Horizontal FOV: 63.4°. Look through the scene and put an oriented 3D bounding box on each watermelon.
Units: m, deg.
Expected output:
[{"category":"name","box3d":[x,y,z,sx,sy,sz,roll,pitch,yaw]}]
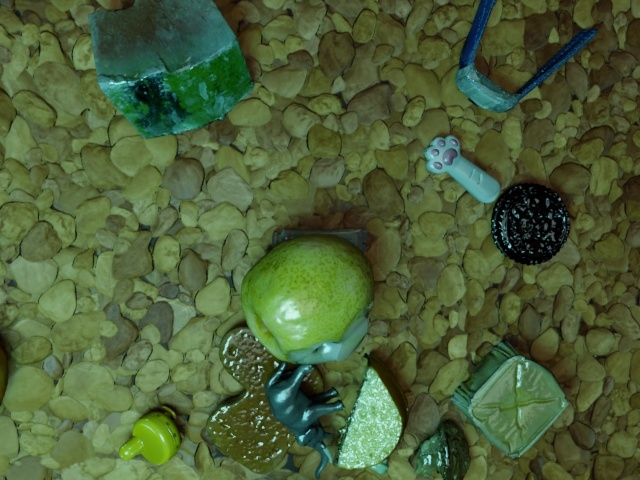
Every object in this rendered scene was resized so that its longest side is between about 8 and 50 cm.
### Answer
[{"category":"watermelon","box3d":[-0.295,-0.362,0.987,0.264,0.151,0.302,-26,98,-7]}]

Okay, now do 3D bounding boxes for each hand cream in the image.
[{"category":"hand cream","box3d":[0.000,0.000,1.126,0.210,0.043,0.067,4,95,-16]}]

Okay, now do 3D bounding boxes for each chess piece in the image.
[{"category":"chess piece","box3d":[0.155,0.449,1.177,0.059,0.059,0.149,29,85,-11]}]

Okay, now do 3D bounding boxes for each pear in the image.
[{"category":"pear","box3d":[-0.022,0.107,1.022,0.271,0.271,0.271,-1,94,-10]}]

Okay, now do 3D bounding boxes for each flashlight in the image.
[{"category":"flashlight","box3d":[0.324,-0.155,1.165,0.200,0.047,0.093,36,87,-10]}]

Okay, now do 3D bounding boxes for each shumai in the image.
[{"category":"shumai","box3d":[0.286,0.485,1.196,0.123,0.105,0.139,-9,110,-53]}]

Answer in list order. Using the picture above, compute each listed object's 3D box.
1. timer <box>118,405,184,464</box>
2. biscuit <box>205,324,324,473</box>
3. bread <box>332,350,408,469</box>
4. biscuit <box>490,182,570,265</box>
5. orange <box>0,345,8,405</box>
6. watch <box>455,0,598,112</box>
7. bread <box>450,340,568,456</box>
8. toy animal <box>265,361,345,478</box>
[{"category":"timer","box3d":[-0.344,0.408,1.057,0.107,0.109,0.107,11,111,28]},{"category":"biscuit","box3d":[-0.140,0.334,1.114,0.262,0.052,0.277,33,86,-14]},{"category":"bread","box3d":[0.120,0.385,1.114,0.134,0.129,0.260,16,88,5]},{"category":"biscuit","box3d":[0.485,-0.038,1.199,0.194,0.053,0.194,-1,94,-9]},{"category":"orange","box3d":[-0.721,0.261,0.924,0.284,0.226,0.284,0,87,-9]},{"category":"watch","box3d":[0.454,-0.412,1.168,0.276,0.068,0.274,23,85,-11]},{"category":"bread","box3d":[0.433,0.360,1.192,0.192,0.110,0.210,42,86,-4]},{"category":"toy animal","box3d":[-0.017,0.361,1.079,0.137,0.082,0.269,-32,105,-7]}]
